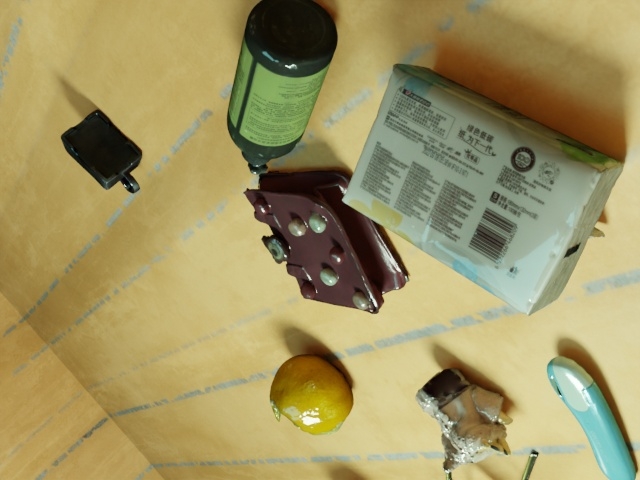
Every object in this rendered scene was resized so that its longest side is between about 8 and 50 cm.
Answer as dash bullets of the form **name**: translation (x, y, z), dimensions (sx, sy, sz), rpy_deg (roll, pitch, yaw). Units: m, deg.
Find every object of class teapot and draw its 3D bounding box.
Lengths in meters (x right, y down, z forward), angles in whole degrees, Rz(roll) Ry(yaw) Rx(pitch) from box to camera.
- **teapot**: translation (-0.382, -0.145, 1.578), dimensions (0.177, 0.087, 0.096), rpy_deg (44, 156, 7)

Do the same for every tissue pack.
- **tissue pack**: translation (0.167, -0.058, 0.898), dimensions (0.229, 0.145, 0.159), rpy_deg (32, 116, 26)

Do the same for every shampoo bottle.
- **shampoo bottle**: translation (-0.059, -0.168, 1.082), dimensions (0.101, 0.101, 0.284), rpy_deg (43, 152, 9)

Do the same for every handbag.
- **handbag**: translation (-0.002, 0.002, 1.248), dimensions (0.216, 0.074, 0.203), rpy_deg (5, 130, 52)

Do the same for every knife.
- **knife**: translation (0.337, 0.223, 1.106), dimensions (0.064, 0.031, 0.222), rpy_deg (1, 131, 49)

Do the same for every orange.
- **orange**: translation (-0.020, 0.272, 1.556), dimensions (0.156, 0.134, 0.156), rpy_deg (46, 151, 35)

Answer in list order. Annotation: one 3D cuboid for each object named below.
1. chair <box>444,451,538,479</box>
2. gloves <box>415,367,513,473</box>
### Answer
- **chair**: translation (0.240, 0.442, 1.360), dimensions (0.160, 0.170, 0.325), rpy_deg (7, 136, 6)
- **gloves**: translation (0.200, 0.249, 1.258), dimensions (0.094, 0.110, 0.144), rpy_deg (96, 155, -64)
